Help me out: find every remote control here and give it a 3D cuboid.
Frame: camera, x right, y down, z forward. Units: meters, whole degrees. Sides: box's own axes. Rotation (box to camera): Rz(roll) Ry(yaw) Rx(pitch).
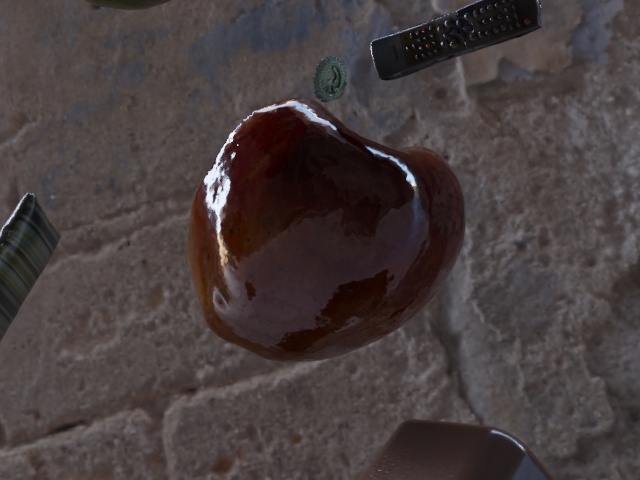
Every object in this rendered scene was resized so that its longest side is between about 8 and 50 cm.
[{"bbox_3d":[0.159,-0.246,1.048,0.212,0.059,0.028,-13,-2,28],"label":"remote control"}]

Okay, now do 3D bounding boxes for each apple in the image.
[{"bbox_3d":[0.000,0.000,1.191,0.365,0.329,0.295,-50,-7,24],"label":"apple"}]

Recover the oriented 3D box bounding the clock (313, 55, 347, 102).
[{"bbox_3d":[0.017,-0.288,1.567,0.074,0.010,0.083,-25,-56,-28],"label":"clock"}]

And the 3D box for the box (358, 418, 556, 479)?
[{"bbox_3d":[0.190,0.407,1.070,0.239,0.339,0.229,-10,36,55],"label":"box"}]

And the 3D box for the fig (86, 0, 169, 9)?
[{"bbox_3d":[-0.221,-0.354,1.000,0.203,0.225,0.203,2,-50,2],"label":"fig"}]

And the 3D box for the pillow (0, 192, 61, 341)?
[{"bbox_3d":[-0.377,0.052,1.042,0.038,0.203,0.113,19,-25,13],"label":"pillow"}]
